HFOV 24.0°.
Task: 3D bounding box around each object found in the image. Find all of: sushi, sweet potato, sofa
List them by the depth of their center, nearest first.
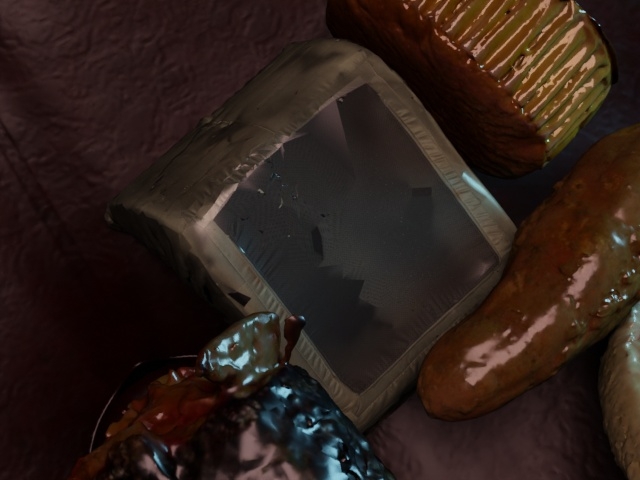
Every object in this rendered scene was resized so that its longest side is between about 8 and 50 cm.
[{"bbox_3d":[-0.094,0.199,0.896,0.182,0.196,0.343,42,94,2],"label":"sushi"},{"bbox_3d":[0.191,-0.008,0.985,0.095,0.106,0.354,44,60,9],"label":"sweet potato"},{"bbox_3d":[0.000,0.000,1.045,0.210,0.176,0.225,-45,108,-13],"label":"sofa"}]

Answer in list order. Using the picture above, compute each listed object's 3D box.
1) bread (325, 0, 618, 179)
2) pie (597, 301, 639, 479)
[{"bbox_3d":[0.097,-0.129,1.031,0.199,0.199,0.104,39,79,10],"label":"bread"},{"bbox_3d":[0.323,0.130,0.961,0.338,0.075,0.337,7,42,-7],"label":"pie"}]
